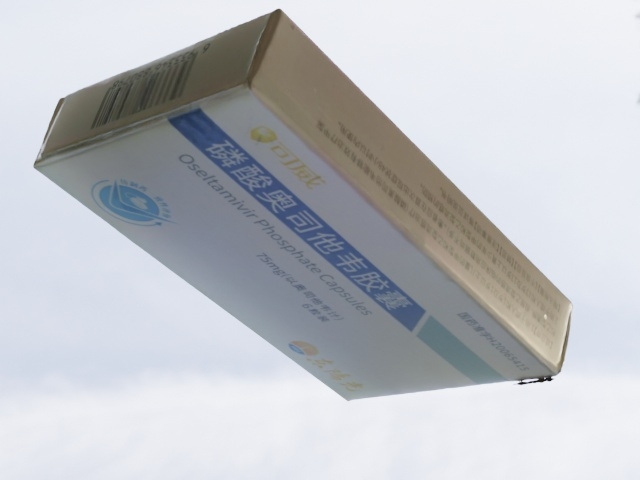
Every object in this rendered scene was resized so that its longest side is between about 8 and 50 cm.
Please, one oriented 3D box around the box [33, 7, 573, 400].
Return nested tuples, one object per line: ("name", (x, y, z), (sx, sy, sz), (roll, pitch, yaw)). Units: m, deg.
("box", (0.000, 0.000, 0.811), (0.200, 0.343, 0.065), (-14, -131, 39))
